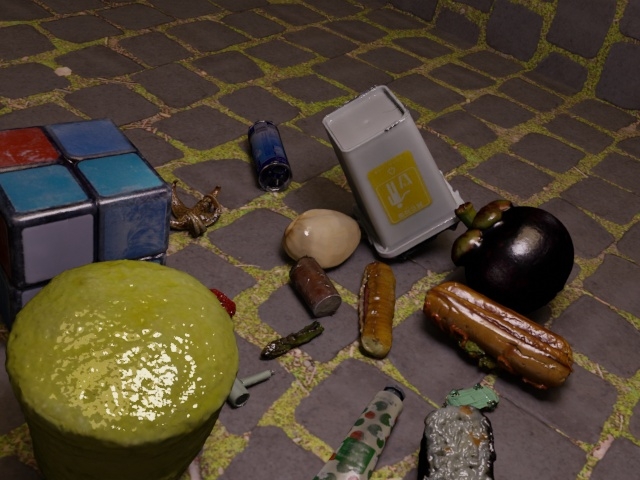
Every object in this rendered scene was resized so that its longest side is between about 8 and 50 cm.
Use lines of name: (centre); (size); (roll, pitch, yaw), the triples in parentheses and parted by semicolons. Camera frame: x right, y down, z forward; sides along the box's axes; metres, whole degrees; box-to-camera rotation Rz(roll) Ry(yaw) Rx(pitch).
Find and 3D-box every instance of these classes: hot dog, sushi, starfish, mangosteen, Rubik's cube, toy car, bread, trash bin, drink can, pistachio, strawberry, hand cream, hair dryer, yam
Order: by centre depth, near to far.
bread: (-0.319, 0.235, 1.177); (0.348, 0.307, 0.348); (13, 38, -10)
sushi: (0.234, 0.397, 1.279); (0.136, 0.126, 0.225); (13, 38, 0)
hand cream: (0.081, 0.366, 1.336); (0.095, 0.059, 0.276); (23, 42, 17)
hair dryer: (-0.132, 0.274, 1.417); (0.124, 0.038, 0.063); (-12, 44, -41)
Rubik's cube: (-0.503, -0.029, 1.470); (0.318, 0.313, 0.316); (-16, 45, -34)
toy car: (0.304, 0.322, 1.475); (0.122, 0.035, 0.059); (-4, 39, -35)
strawberry: (-0.223, 0.141, 1.532); (0.096, 0.083, 0.083); (1, 37, -26)
hot dog: (0.374, 0.208, 1.580); (0.349, 0.117, 0.158); (28, 19, 17)
hot dog: (0.128, 0.143, 1.638); (0.083, 0.068, 0.289); (17, 35, -6)
yam: (-0.013, 0.103, 1.643); (0.079, 0.079, 0.141); (-10, 42, -28)
mangosteen: (0.433, 0.021, 1.709); (0.302, 0.275, 0.275); (43, 42, 7)
pistachio: (0.000, 0.000, 1.759); (0.200, 0.117, 0.145); (-4, 75, -37)
trash bin: (0.162, -0.176, 1.793); (0.256, 0.367, 0.296); (-29, 40, 3)
starfish: (-0.314, -0.085, 1.804); (0.146, 0.074, 0.190); (22, 37, 11)
drink can: (-0.142, -0.237, 2.043); (0.097, 0.097, 0.235); (0, 38, -16)

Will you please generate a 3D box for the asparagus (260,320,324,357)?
asparagus: (-0.059, 0.206, 1.527); (0.165, 0.030, 0.036); (-19, 71, -38)
